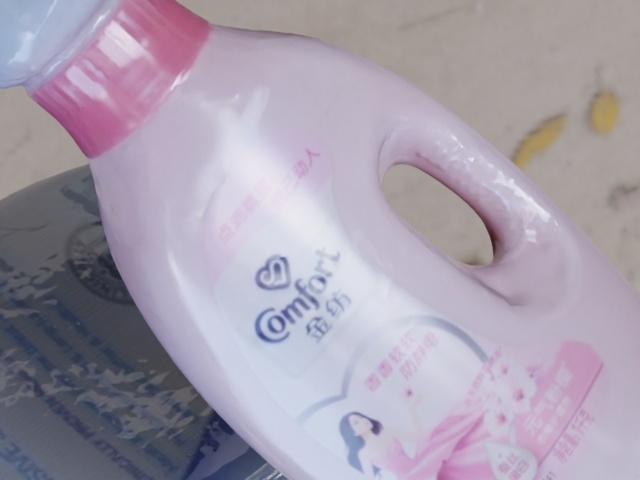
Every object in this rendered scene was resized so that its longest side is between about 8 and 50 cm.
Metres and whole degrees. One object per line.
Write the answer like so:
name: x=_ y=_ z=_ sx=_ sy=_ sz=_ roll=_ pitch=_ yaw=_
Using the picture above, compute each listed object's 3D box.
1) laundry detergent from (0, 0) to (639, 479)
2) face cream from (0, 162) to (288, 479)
laundry detergent: x=0.000 y=0.000 z=0.750 sx=0.335 sy=0.088 sz=0.159 roll=43 pitch=73 yaw=-18
face cream: x=-0.112 y=0.064 z=0.962 sx=0.420 sy=0.235 sz=0.137 roll=-35 pitch=159 yaw=-45
